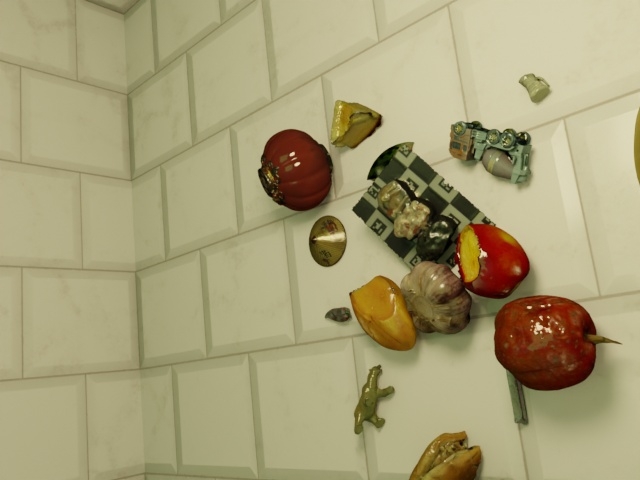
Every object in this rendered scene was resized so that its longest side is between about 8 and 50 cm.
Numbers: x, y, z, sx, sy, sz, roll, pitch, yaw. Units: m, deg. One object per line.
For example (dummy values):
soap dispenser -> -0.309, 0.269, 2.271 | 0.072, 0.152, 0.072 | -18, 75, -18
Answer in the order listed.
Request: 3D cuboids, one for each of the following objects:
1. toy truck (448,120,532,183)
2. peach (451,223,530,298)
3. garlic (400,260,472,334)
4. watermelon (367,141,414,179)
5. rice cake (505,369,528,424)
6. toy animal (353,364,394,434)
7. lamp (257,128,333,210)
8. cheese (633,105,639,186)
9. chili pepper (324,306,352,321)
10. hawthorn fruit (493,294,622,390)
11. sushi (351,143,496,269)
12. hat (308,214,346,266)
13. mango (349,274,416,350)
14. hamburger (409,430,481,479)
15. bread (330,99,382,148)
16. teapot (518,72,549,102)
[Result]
toy truck -> 0.494, -0.260, 1.777 | 0.256, 0.108, 0.140 | 25, 116, 40
peach -> 0.459, 0.054, 1.704 | 0.226, 0.190, 0.196 | 42, 91, 22
garlic -> 0.354, 0.171, 1.830 | 0.245, 0.160, 0.245 | 31, 134, 39
watermelon -> 0.232, -0.262, 2.026 | 0.193, 0.137, 0.145 | -129, 47, -85
rice cake -> 0.542, 0.407, 1.705 | 0.033, 0.033, 0.208 | -18, 74, 43
toy animal -> 0.165, 0.526, 2.029 | 0.101, 0.103, 0.219 | -137, 58, -64
lamp -> -0.090, -0.254, 2.222 | 0.303, 0.257, 0.303 | 55, 160, 31
cheese -> 0.813, -0.203, 1.390 | 0.128, 0.259, 0.316 | -3, 95, 2
chili pepper -> 0.067, 0.263, 2.172 | 0.153, 0.041, 0.050 | -18, 52, 58
hawthorn fruit -> 0.569, 0.254, 1.559 | 0.262, 0.258, 0.258 | 130, 131, -63
sushi -> 0.285, -0.063, 1.861 | 0.373, 0.100, 0.296 | 45, 119, 11
hat -> 0.000, 0.000, 2.236 | 0.193, 0.082, 0.193 | -4, 83, 43
mango -> 0.214, 0.250, 1.966 | 0.187, 0.138, 0.257 | -42, 60, 27
hamburger -> 0.344, 0.692, 1.782 | 0.144, 0.156, 0.283 | 41, 111, 38
bread -> 0.125, -0.399, 2.117 | 0.160, 0.140, 0.169 | 18, 102, 55
teapot -> 0.604, -0.436, 1.727 | 0.067, 0.057, 0.083 | -25, 58, -2
